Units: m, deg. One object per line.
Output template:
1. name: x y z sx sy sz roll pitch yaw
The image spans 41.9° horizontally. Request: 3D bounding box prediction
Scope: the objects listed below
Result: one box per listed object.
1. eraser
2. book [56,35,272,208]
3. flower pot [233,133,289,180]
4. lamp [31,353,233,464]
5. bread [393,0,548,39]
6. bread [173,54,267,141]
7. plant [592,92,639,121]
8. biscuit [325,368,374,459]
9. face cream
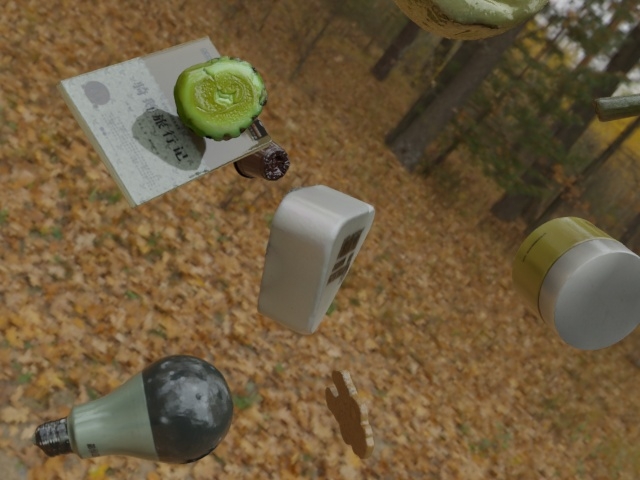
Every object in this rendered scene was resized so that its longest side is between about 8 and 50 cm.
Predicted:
1. eraser: 0.000 0.000 1.802 0.150 0.331 0.331 22 10 11
2. book: -0.234 -0.197 1.324 0.310 0.021 0.217 -33 91 -44
3. flower pot: -0.116 -0.171 1.747 0.089 0.111 0.111 26 1 42
4. lamp: -0.297 0.310 1.393 0.182 0.314 0.182 155 -90 -87
5. bread: 0.265 -0.506 1.479 0.320 0.320 0.237 30 11 -34
6. bread: -0.155 -0.221 1.285 0.130 0.139 0.071 53 -7 -19
7. plant: 0.489 -0.167 0.892 0.261 0.297 0.306 49 12 21
8. biscuit: 0.075 0.431 2.065 0.040 0.144 0.236 -10 45 -23
9. face cream: 0.521 0.082 1.680 0.218 0.218 0.179 32 12 -27
